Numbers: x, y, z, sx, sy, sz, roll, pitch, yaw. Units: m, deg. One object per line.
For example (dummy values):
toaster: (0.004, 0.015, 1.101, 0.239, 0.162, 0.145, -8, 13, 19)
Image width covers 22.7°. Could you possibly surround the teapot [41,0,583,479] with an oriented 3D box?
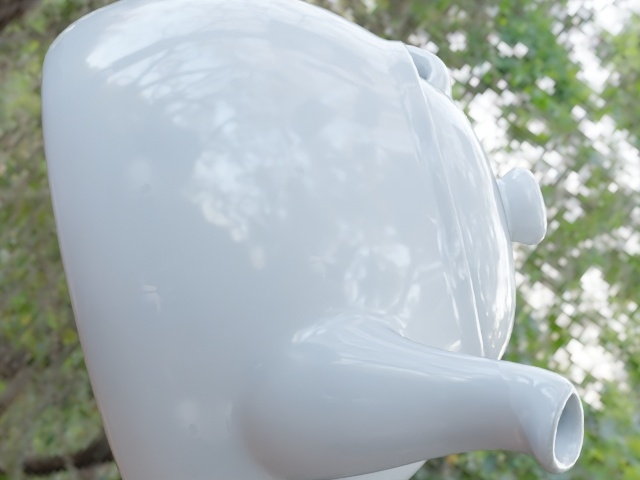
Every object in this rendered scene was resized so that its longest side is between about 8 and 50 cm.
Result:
teapot: (0.000, 0.000, 0.668, 0.252, 0.187, 0.256, 79, -3, -75)
